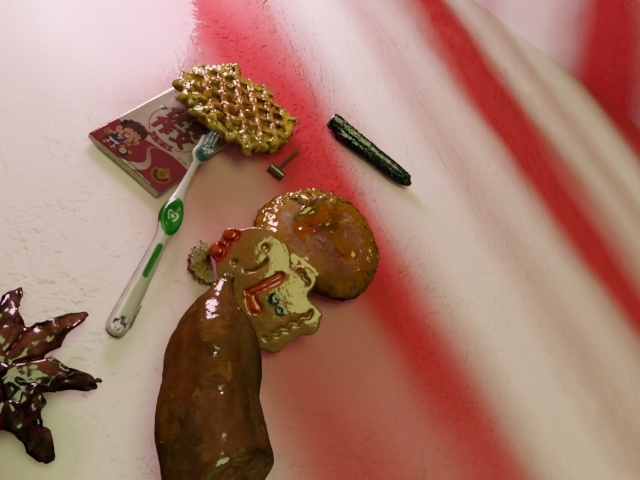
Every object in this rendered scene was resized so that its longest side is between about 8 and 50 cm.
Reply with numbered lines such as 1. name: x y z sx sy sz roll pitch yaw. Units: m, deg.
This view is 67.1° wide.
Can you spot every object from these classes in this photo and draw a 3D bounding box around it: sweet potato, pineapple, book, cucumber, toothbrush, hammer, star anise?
1. sweet potato: -0.149 0.212 0.658 0.157 0.158 0.370 9 46 -27
2. pineapple: -0.204 0.039 0.817 0.045 0.019 0.083 3 62 -34
3. book: -0.290 -0.196 0.917 0.162 0.022 0.232 42 49 -3
4. cucumber: 0.122 -0.212 1.168 0.256 0.043 0.044 37 53 -6
5. toothbrush: -0.257 -0.030 0.812 0.042 0.040 0.418 38 52 -31
6. hammer: -0.073 -0.168 1.039 0.035 0.019 0.110 40 43 -3
7. star anise: -0.398 0.148 0.572 0.271 0.102 0.272 18 50 -22

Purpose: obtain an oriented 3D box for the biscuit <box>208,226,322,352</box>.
1. biscuit: -0.093 0.071 0.810 0.165 0.036 0.226 -24 78 -10

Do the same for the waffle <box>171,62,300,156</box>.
1. waffle: -0.172 -0.278 1.009 0.254 0.052 0.245 42 39 -3

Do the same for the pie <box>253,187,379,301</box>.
1. pie: 0.001 0.000 0.940 0.273 0.069 0.274 19 48 -23
